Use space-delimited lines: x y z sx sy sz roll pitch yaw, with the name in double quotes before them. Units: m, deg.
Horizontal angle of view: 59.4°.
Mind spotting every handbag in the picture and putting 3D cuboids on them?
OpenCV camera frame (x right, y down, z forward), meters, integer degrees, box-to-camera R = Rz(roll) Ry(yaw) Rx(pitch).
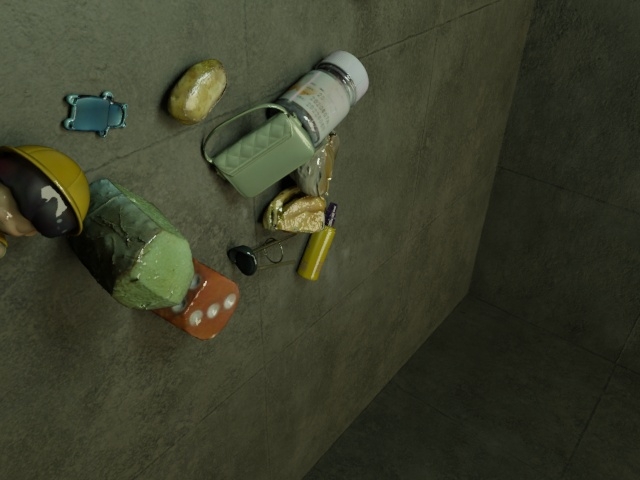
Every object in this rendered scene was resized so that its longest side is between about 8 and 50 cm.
"handbag" -0.160 -0.238 1.408 0.256 0.079 0.219 -31 134 13

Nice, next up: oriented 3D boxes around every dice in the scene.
"dice" -0.329 0.136 1.427 0.174 0.174 0.179 -57 146 -12

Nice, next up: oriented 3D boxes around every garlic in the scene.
"garlic" -0.025 -0.240 1.645 0.229 0.142 0.178 -60 159 -46

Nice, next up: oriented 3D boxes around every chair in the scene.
"chair" -0.166 0.045 1.669 0.221 0.104 0.095 -15 85 -46

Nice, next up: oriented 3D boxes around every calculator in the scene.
"calculator" -0.440 -0.251 1.109 0.141 0.019 0.094 -13 124 -55

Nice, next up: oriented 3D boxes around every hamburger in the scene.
"hamburger" -0.096 -0.096 1.693 0.207 0.135 0.156 -10 106 -38

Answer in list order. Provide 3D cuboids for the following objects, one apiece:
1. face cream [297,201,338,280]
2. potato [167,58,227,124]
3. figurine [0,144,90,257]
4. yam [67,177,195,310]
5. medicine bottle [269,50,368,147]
"face cream" 0.000 0.000 1.933 0.078 0.078 0.274 6 107 -59
"potato" -0.272 -0.332 1.248 0.171 0.080 0.107 -61 150 -15
"figurine" -0.533 -0.061 0.972 0.256 0.167 0.192 -27 144 -13
"yam" -0.386 0.018 1.155 0.202 0.271 0.202 -60 144 -4
"medicine bottle" -0.001 -0.387 1.551 0.273 0.165 0.165 -50 148 -25
